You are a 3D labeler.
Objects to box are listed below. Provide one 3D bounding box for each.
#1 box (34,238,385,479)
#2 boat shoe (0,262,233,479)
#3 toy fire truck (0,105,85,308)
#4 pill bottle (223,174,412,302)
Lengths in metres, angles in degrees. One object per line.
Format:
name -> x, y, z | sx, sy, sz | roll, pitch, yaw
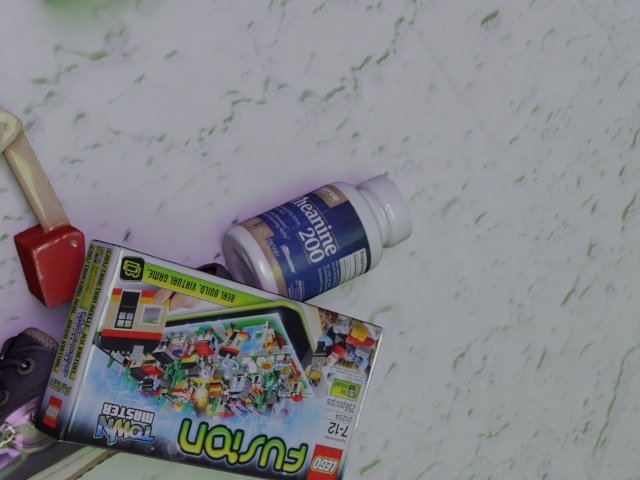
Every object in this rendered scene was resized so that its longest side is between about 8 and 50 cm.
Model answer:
box -> -0.060, 0.081, 0.708 | 0.207, 0.036, 0.114 | 19, 84, -37
boat shoe -> -0.165, 0.096, 0.716 | 0.285, 0.103, 0.092 | -23, 105, -26
toy fire truck -> -0.220, -0.044, 0.676 | 0.135, 0.047, 0.192 | -16, 109, -24
pill bottle -> 0.000, 0.000, 0.791 | 0.120, 0.067, 0.067 | -25, 113, -20
